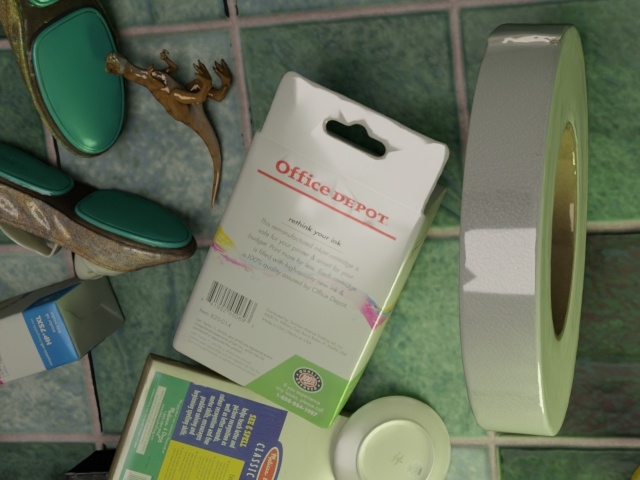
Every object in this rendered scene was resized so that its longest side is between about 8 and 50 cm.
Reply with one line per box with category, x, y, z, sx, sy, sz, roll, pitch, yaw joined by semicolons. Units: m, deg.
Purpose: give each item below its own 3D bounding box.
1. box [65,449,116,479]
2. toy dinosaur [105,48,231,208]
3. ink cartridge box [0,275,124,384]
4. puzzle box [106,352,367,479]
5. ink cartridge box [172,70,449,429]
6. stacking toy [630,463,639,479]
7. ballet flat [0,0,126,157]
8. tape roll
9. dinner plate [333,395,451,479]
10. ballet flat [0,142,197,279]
box;-0.191;0.389;1.674;0.184;0.103;0.261;-5;98;13
toy dinosaur;-0.148;-0.151;1.552;0.112;0.064;0.211;-34;109;30
ink cartridge box;-0.369;0.116;1.646;0.231;0.134;0.078;-18;100;20
puzzle box;-0.129;0.358;1.571;0.272;0.052;0.409;19;92;-13
ink cartridge box;0.000;0.000;1.508;0.207;0.119;0.353;27;112;9
stacking toy;0.357;0.414;1.512;0.279;0.130;0.309;-22;98;21
ballet flat;-0.310;-0.259;1.527;0.123;0.123;0.348;-6;122;19
tape roll;0.199;-0.012;1.299;0.072;0.392;0.392;2;106;17
dinner plate;0.084;0.248;1.571;0.141;0.017;0.141;-2;99;-15
ballet flat;-0.287;-0.018;1.610;0.316;0.107;0.106;25;120;18
